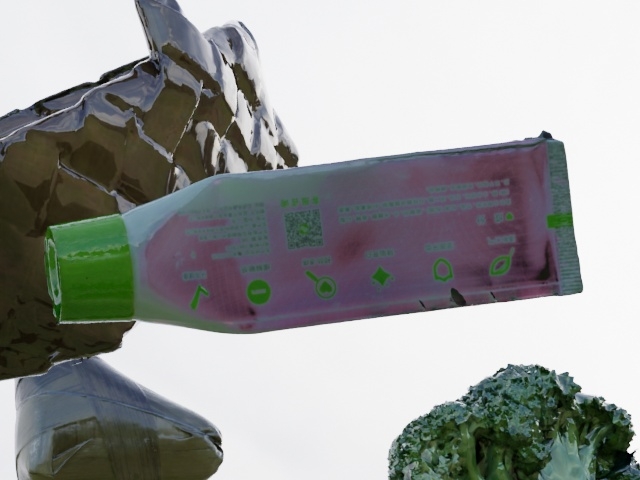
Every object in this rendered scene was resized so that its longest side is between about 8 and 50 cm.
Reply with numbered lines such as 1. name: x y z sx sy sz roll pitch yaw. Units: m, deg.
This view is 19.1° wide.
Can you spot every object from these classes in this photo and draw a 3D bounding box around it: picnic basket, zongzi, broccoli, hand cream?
1. picnic basket: -0.199 -0.093 1.179 0.293 0.337 0.337 -19 -31 30
2. zongzi: -0.222 0.160 2.044 0.221 0.242 0.112 2 -33 -17
3. broccoli: 0.146 0.222 1.278 0.270 0.270 0.270 7 2 -30
4. hand cream: 0.000 0.000 0.963 0.275 0.050 0.079 -7 -64 -15
